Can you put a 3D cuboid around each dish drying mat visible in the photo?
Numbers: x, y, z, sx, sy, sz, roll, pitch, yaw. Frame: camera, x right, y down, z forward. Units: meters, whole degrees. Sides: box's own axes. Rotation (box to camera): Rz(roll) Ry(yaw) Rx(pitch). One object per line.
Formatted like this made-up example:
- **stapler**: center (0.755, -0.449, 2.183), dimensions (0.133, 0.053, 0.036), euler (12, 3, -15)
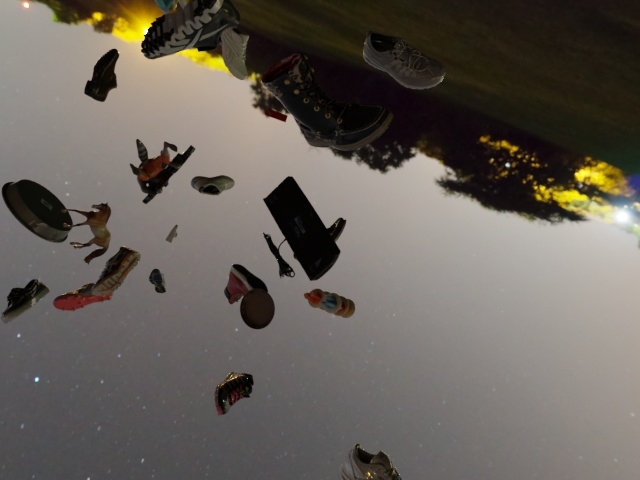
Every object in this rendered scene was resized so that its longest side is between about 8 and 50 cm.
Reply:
- **dish drying mat**: center (-0.165, -0.469, 1.671), dimensions (0.083, 0.008, 0.032), euler (18, -113, -11)

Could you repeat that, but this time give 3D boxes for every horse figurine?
- **horse figurine**: center (-0.874, -0.034, 1.714), dimensions (0.174, 0.263, 0.066), euler (-6, -145, -14)

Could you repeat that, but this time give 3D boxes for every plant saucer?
- **plant saucer**: center (-0.258, 0.285, 1.869), dimensions (0.168, 0.168, 0.029), euler (34, -171, 23)

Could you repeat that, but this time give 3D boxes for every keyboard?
- **keyboard**: center (-0.081, -0.017, 1.306), dimensions (0.033, 0.201, 0.317), euler (18, -144, -57)

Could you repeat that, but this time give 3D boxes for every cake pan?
- **cake pan**: center (-1.089, -0.122, 1.746), dimensions (0.293, 0.054, 0.293), euler (54, -178, -2)

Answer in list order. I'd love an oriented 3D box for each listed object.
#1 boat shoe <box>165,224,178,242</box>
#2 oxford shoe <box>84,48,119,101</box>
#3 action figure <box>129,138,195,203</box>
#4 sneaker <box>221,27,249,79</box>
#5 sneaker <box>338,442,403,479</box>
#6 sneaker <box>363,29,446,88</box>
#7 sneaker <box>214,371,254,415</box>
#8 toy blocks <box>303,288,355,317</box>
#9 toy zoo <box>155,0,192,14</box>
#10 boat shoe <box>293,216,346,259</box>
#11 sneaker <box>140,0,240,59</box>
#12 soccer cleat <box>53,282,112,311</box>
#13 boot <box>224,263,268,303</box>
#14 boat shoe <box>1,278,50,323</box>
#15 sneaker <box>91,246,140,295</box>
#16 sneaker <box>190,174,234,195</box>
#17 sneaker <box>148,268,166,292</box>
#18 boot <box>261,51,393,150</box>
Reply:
- **boat shoe**: center (-0.655, -0.028, 1.999), dimensions (0.035, 0.100, 0.035), euler (35, -157, -12)
- **oxford shoe**: center (-0.867, -0.669, 1.817), dimensions (0.083, 0.227, 0.096), euler (19, 174, 34)
- **action figure**: center (-0.705, -0.344, 1.949), dimensions (0.178, 0.341, 0.330), euler (39, 159, -12)
- **sneaker**: center (-0.312, -0.721, 1.669), dimensions (0.115, 0.232, 0.090), euler (-10, -152, 20)
- **sneaker**: center (0.200, 0.744, 1.364), dimensions (0.305, 0.152, 0.114), euler (24, -170, 23)
- **sneaker**: center (0.248, -0.555, 1.372), dimensions (0.281, 0.105, 0.115), euler (27, 175, 16)
- **sneaker**: center (-0.214, 0.382, 1.135), dimensions (0.075, 0.063, 0.170), euler (-8, -173, 8)
- **toy blocks**: center (0.011, 0.157, 1.166), dimensions (0.123, 0.054, 0.148), euler (15, 172, 29)
- **toy zoo**: center (-0.528, -0.921, 1.639), dimensions (0.030, 0.192, 0.293), euler (27, 169, 18)
- **boat shoe**: center (0.000, 0.000, 1.600), dimensions (0.079, 0.233, 0.084), euler (40, -163, -17)
- **sneaker**: center (-0.255, -0.411, 0.892), dimensions (0.106, 0.234, 0.078), euler (19, -121, -55)
- **soccer cleat**: center (-0.967, 0.221, 1.820), dimensions (0.095, 0.083, 0.248), euler (38, -155, 24)
- **boot**: center (-0.339, 0.240, 2.009), dimensions (0.244, 0.176, 0.088), euler (35, -158, 35)
- **boat shoe**: center (-0.903, 0.173, 1.354), dimensions (0.076, 0.080, 0.228), euler (55, -174, -16)
- **sneaker**: center (-0.769, 0.113, 1.664), dimensions (0.083, 0.215, 0.084), euler (32, 160, 21)
- **sneaker**: center (-0.519, -0.262, 2.214), dimensions (0.258, 0.094, 0.091), euler (-12, -124, -51)
- **sneaker**: center (-0.648, 0.151, 1.783), dimensions (0.052, 0.135, 0.058), euler (-3, -132, -9)
- **boot**: center (0.008, -0.412, 1.327), dimensions (0.377, 0.138, 0.284), euler (16, 157, 52)
